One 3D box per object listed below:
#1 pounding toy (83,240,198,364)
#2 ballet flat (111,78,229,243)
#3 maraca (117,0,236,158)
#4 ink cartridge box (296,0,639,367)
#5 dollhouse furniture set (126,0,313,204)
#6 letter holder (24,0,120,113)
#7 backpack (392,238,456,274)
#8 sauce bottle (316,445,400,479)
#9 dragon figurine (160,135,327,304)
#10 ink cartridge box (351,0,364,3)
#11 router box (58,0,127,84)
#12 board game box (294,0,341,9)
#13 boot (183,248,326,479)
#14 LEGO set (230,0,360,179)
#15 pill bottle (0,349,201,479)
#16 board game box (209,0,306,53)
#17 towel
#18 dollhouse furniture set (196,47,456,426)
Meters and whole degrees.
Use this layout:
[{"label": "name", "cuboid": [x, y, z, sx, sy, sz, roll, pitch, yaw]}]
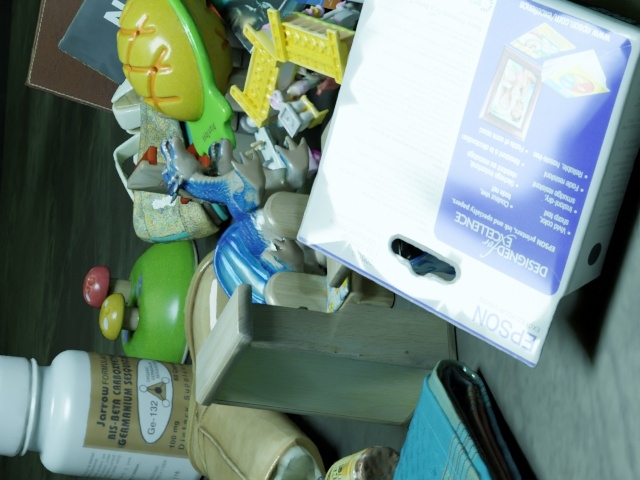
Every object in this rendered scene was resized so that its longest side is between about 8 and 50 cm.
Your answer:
[{"label": "pounding toy", "cuboid": [-0.220, 0.103, 2.050, 0.183, 0.110, 0.236, 156, 121, -70]}, {"label": "ballet flat", "cuboid": [-0.180, -0.130, 1.990, 0.348, 0.123, 0.123, -101, 25, -43]}, {"label": "maraca", "cuboid": [-0.126, -0.157, 1.628, 0.185, 0.099, 0.127, 64, 160, 9]}, {"label": "ink cartridge box", "cuboid": [0.093, -0.059, 1.068, 0.206, 0.045, 0.208, 29, 110, 37]}, {"label": "dollhouse furniture set", "cuboid": [-0.114, -0.173, 1.796, 0.262, 0.135, 0.259, 139, 137, -64]}, {"label": "letter holder", "cuboid": [-0.226, -0.321, 2.259, 0.152, 0.214, 0.301, -37, -37, -67]}, {"label": "backpack", "cuboid": [0.087, -0.035, 1.166, 0.105, 0.084, 0.114, 151, 126, -62]}, {"label": "sauce bottle", "cuboid": [0.026, 0.183, 1.333, 0.128, 0.042, 0.042, 138, 138, -66]}, {"label": "dragon figurine", "cuboid": [-0.038, 0.009, 1.508, 0.289, 0.085, 0.144, 59, 151, 14]}, {"label": "ink cartridge box", "cuboid": [0.005, -0.293, 1.458, 0.045, 0.145, 0.179, -121, 43, -64]}, {"label": "router box", "cuboid": [-0.142, -0.341, 1.830, 0.309, 0.081, 0.243, -54, 9, 28]}, {"label": "board game box", "cuboid": [-0.003, -0.332, 1.471, 0.281, 0.145, 0.027, -67, 29, 28]}, {"label": "boot", "cuboid": [-0.051, 0.146, 1.541, 0.269, 0.089, 0.236, -141, 50, -70]}, {"label": "LEGO set", "cuboid": [0.018, -0.152, 1.491, 0.132, 0.107, 0.287, 61, 152, 3]}, {"label": "pill bottle", "cuboid": [-0.235, 0.183, 1.851, 0.131, 0.229, 0.131, -172, 90, -72]}, {"label": "board game box", "cuboid": [-0.030, -0.272, 1.608, 0.186, 0.026, 0.126, -54, 44, 18]}, {"label": "towel", "cuboid": [0.070, 0.296, 1.150, 0.271, 0.040, 0.370, -112, 33, -61]}, {"label": "dollhouse furniture set", "cuboid": [0.000, 0.000, 1.302, 0.212, 0.161, 0.242, 122, 151, -53]}]
